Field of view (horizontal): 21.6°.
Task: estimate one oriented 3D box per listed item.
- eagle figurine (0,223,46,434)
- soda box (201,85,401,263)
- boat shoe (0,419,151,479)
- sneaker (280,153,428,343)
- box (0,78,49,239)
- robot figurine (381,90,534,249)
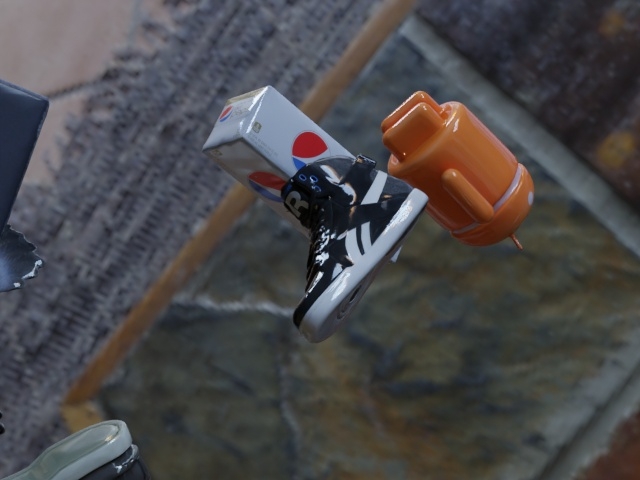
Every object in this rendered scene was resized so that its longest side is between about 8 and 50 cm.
[{"bbox_3d":[-0.453,0.079,1.676,0.226,0.298,0.225,-50,44,29],"label":"eagle figurine"},{"bbox_3d":[-0.009,-0.059,1.666,0.074,0.216,0.069,-13,45,51],"label":"soda box"},{"bbox_3d":[-0.240,0.223,1.308,0.228,0.068,0.081,-27,18,-7],"label":"boat shoe"},{"bbox_3d":[0.000,0.000,1.550,0.217,0.121,0.079,-48,-14,-44],"label":"sneaker"},{"bbox_3d":[-0.411,-0.078,1.372,0.294,0.296,0.182,-5,65,70],"label":"box"},{"bbox_3d":[0.171,-0.081,2.038,0.128,0.219,0.158,-53,18,-21],"label":"robot figurine"}]
